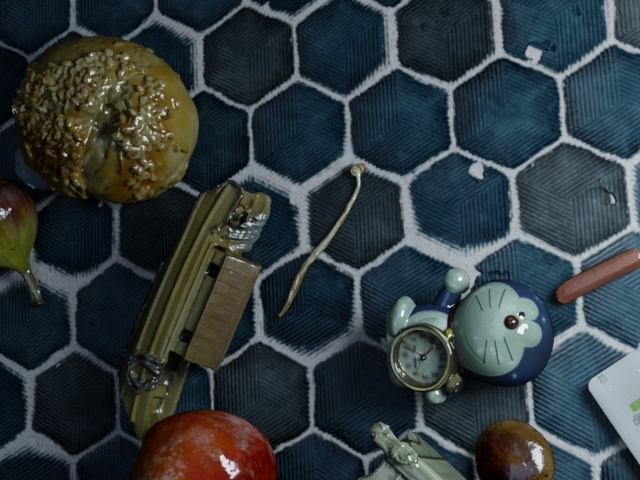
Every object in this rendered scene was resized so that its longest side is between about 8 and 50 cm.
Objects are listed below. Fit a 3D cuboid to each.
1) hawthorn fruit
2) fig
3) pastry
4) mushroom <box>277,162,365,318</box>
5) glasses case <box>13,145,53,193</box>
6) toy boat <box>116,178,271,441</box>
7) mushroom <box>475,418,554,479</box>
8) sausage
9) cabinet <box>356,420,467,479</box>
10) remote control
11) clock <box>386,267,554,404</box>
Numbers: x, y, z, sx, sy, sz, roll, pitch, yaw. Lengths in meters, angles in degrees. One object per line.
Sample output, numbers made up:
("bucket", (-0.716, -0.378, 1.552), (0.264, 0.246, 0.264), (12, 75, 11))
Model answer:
("hawthorn fruit", (-0.151, 0.381, 1.817), (0.271, 0.242, 0.242), (11, 84, 11))
("fig", (-0.566, 0.007, 2.092), (0.143, 0.160, 0.231), (-4, 94, -19))
("pastry", (-0.365, -0.204, 1.988), (0.315, 0.184, 0.284), (21, 87, 2))
("mushroom", (0.004, 0.002, 1.938), (0.028, 0.026, 0.286), (27, 92, 39))
("glasses case", (-0.444, -0.215, 2.120), (0.109, 0.067, 0.282), (32, 90, 17))
("toy boat", (-0.196, 0.117, 1.940), (0.162, 0.136, 0.445), (27, 95, 27))
("mushroom", (0.283, 0.324, 1.755), (0.123, 0.052, 0.123), (-5, 72, 17))
("sausage", (0.414, 0.051, 1.767), (0.147, 0.030, 0.035), (-30, 72, 13))
("cabinet", (0.138, 0.466, 1.687), (0.318, 0.227, 0.290), (40, 96, 22))
("remote control", (0.488, 0.281, 1.694), (0.103, 0.034, 0.250), (-37, 70, 11))
("clock", (0.223, 0.138, 1.764), (0.243, 0.146, 0.200), (-7, 83, 24))
